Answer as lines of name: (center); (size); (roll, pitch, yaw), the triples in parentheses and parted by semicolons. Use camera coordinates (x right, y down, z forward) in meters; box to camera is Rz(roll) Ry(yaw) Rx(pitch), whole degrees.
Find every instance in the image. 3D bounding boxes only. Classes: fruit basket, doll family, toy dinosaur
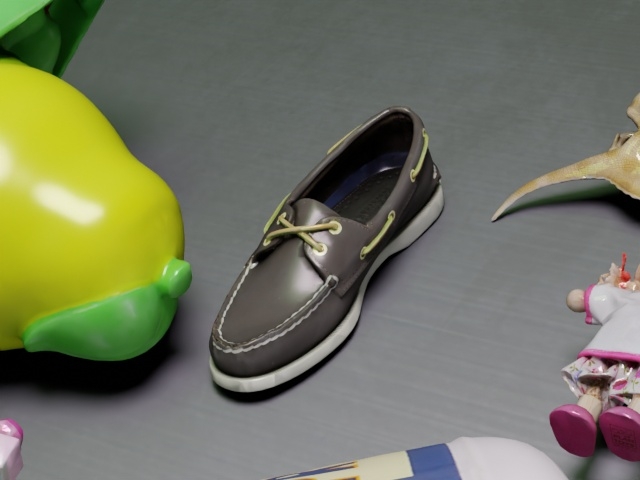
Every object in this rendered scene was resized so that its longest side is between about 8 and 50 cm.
fruit basket: (-0.251, -0.040, 0.886); (0.392, 0.283, 0.392); (12, 60, -22)
doll family: (0.249, 0.067, 0.687); (0.263, 0.118, 0.163); (-2, 40, 43)
toy dinosaur: (0.202, -0.052, 0.884); (0.183, 0.053, 0.092); (2, 40, 18)

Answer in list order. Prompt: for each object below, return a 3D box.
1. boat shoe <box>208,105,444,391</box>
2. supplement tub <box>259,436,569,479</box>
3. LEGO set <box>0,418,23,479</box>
boat shoe: (0.000, 0.000, 0.856); (0.081, 0.068, 0.228); (13, 43, 30)
supplement tub: (-0.059, 0.206, 0.454); (0.325, 0.235, 0.235); (-11, 36, 0)
LEGO set: (-0.283, 0.095, 0.753); (0.287, 0.132, 0.107); (22, 38, 6)
